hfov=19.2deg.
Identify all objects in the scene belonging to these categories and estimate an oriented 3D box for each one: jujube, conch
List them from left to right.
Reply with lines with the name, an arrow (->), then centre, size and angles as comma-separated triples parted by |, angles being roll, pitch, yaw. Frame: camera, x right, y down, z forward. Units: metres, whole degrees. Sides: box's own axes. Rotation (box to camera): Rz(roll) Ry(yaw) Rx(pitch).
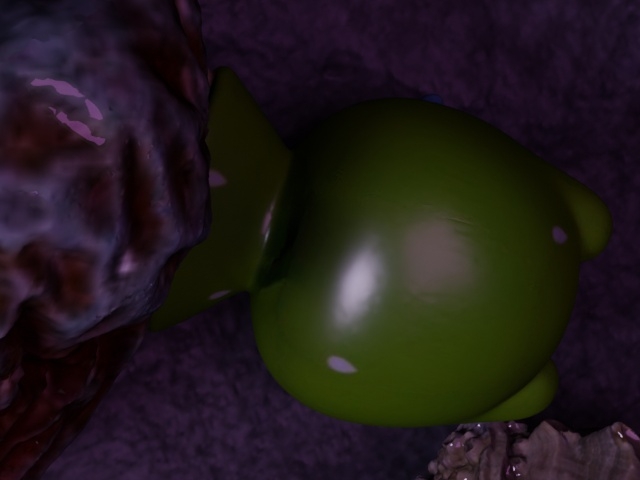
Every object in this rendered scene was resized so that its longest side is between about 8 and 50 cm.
jujube -> -0.167, 0.001, 0.745 | 0.226, 0.226, 0.317 | 11, 133, -21
conch -> 0.122, 0.166, 0.940 | 0.245, 0.178, 0.163 | 13, 51, -47

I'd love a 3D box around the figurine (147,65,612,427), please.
figurine -> 0.000, 0.000, 0.884 | 0.263, 0.143, 0.162 | 16, 96, -9
